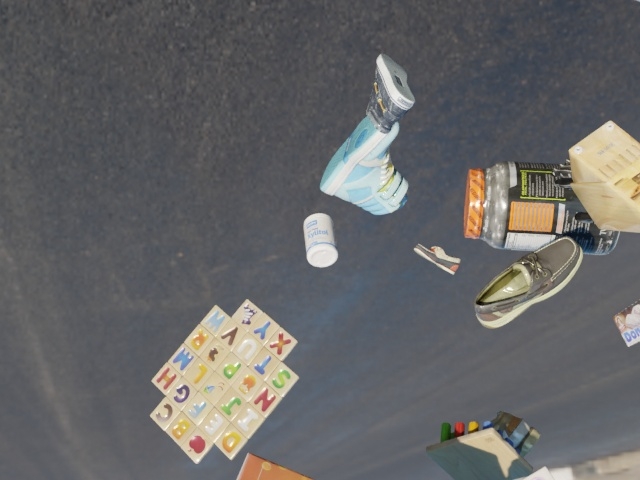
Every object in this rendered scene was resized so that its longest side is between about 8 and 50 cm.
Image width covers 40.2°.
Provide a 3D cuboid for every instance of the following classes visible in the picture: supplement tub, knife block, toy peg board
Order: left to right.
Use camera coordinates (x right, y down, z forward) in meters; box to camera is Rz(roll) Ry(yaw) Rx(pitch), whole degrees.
[{"bbox_3d":[0.000,0.000,1.959,0.071,0.107,0.071,-5,138,-4],"label":"supplement tub"},{"bbox_3d":[0.330,0.428,1.811,0.160,0.079,0.161,-26,123,32],"label":"toy peg board"},{"bbox_3d":[0.508,-0.077,2.024,0.337,0.207,0.207,4,162,5],"label":"supplement tub"},{"bbox_3d":[0.494,-0.065,1.438,0.088,0.276,0.242,-35,141,-3],"label":"knife block"}]

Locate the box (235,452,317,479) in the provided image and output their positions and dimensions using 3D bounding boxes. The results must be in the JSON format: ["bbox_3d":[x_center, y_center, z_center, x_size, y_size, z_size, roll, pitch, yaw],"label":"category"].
[{"bbox_3d":[0.000,0.504,1.302,0.345,0.215,0.168,22,124,0],"label":"box"}]

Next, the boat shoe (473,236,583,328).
[{"bbox_3d":[0.364,0.068,1.538,0.223,0.080,0.073,-37,145,3],"label":"boat shoe"}]

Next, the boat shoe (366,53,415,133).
[{"bbox_3d":[0.116,-0.270,1.597,0.065,0.183,0.083,28,119,-23],"label":"boat shoe"}]

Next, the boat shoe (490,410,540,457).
[{"bbox_3d":[0.384,0.494,2.024,0.113,0.103,0.302,-37,164,-49],"label":"boat shoe"}]

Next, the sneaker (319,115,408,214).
[{"bbox_3d":[0.153,-0.178,2.103,0.208,0.127,0.319,28,147,-13],"label":"sneaker"}]

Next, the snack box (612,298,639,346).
[{"bbox_3d":[0.595,0.141,1.602,0.022,0.064,0.178,-21,163,-14],"label":"snack box"}]

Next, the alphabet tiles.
[{"bbox_3d":[-0.216,0.308,1.943,0.285,0.342,0.011,37,174,30],"label":"alphabet tiles"}]

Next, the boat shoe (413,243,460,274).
[{"bbox_3d":[0.279,0.036,2.091,0.137,0.043,0.049,28,-177,-29],"label":"boat shoe"}]

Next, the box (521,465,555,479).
[{"bbox_3d":[0.387,0.484,1.253,0.067,0.324,0.063,-25,147,-10],"label":"box"}]
